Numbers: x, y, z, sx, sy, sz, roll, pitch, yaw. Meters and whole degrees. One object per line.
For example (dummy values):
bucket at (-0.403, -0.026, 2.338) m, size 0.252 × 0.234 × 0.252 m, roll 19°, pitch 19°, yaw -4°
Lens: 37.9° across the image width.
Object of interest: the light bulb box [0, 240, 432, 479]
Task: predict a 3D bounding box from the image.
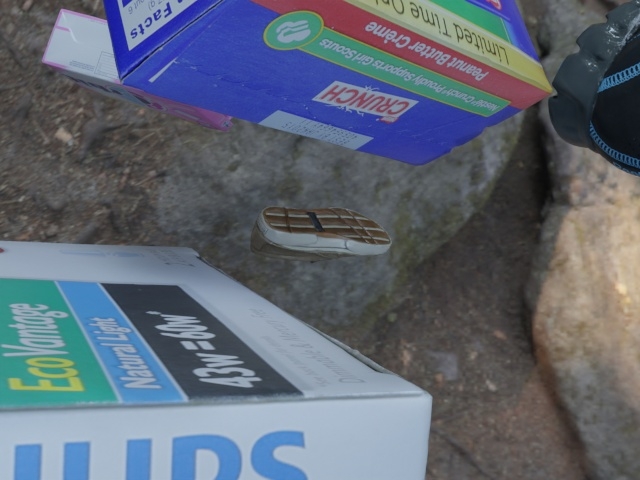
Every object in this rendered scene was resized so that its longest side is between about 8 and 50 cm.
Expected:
light bulb box at (-0.135, 0.200, 0.471) m, size 0.225 × 0.358 × 0.361 m, roll 2°, pitch 98°, yaw -22°

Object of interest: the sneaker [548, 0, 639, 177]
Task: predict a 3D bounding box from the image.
sneaker at (0.324, -0.193, 0.696) m, size 0.125 × 0.139 × 0.341 m, roll 18°, pitch 107°, yaw -49°

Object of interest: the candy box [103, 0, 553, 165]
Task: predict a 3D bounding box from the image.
candy box at (-0.014, -0.225, 0.578) m, size 0.268 × 0.122 × 0.317 m, roll 8°, pitch 61°, yaw -50°

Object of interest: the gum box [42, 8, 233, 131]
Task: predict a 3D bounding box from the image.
gum box at (-0.181, -0.177, 0.989) m, size 0.107 × 0.188 × 0.062 m, roll 33°, pitch 75°, yaw -74°

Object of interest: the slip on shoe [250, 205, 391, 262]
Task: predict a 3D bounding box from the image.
slip on shoe at (0.000, 0.000, 0.846) m, size 0.135 × 0.041 × 0.051 m, roll 3°, pitch 43°, yaw -32°
